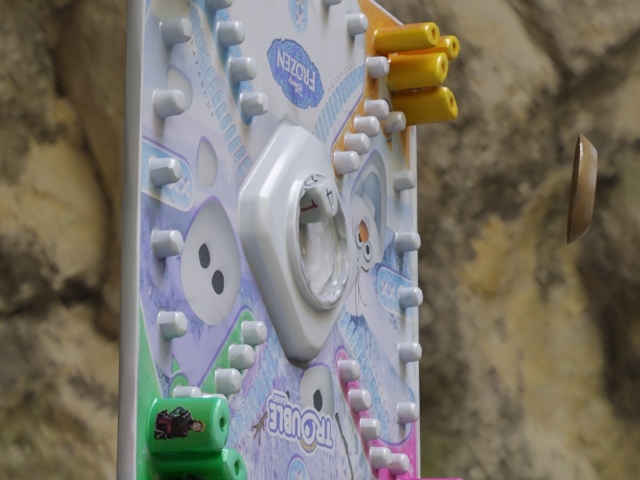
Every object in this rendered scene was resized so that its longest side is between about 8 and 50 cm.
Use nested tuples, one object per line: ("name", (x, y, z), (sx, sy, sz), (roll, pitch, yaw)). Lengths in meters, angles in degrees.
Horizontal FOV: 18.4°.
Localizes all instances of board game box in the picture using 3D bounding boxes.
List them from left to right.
("board game box", (0.000, 0.000, 1.175), (0.050, 0.389, 0.390), (-6, -15, 23))

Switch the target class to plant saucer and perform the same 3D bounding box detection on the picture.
("plant saucer", (0.193, -0.037, 1.453), (0.015, 0.083, 0.083), (6, -48, 3))
